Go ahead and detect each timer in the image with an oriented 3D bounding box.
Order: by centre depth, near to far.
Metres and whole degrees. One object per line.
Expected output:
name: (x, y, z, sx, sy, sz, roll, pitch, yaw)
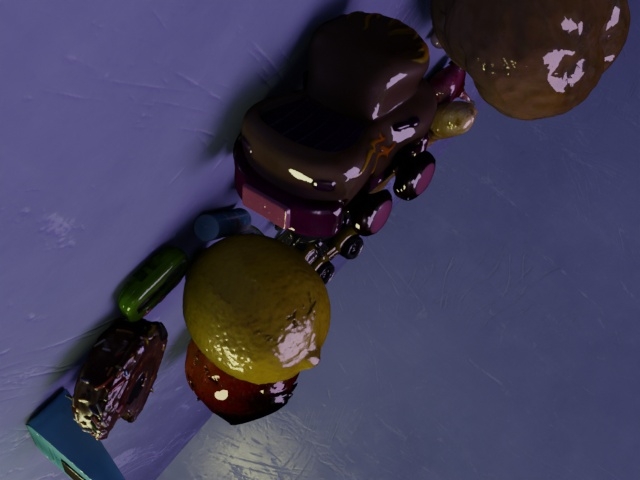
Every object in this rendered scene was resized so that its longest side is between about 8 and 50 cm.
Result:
timer: (-0.279, 0.072, 1.385, 0.140, 0.047, 0.128, -46, 173, -19)
timer: (-0.410, 0.408, 1.516, 0.091, 0.250, 0.232, -44, 171, -27)

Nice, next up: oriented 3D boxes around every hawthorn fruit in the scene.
hawthorn fruit: (-0.181, 0.301, 2.036, 0.316, 0.316, 0.316, -48, 172, -9)

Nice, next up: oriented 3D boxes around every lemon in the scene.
lemon: (-0.109, 0.115, 1.435, 0.267, 0.267, 0.267, -48, 172, -9)

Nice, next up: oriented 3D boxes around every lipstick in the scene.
lipstick: (-0.171, -0.030, 1.477, 0.048, 0.048, 0.158, -51, 171, 15)

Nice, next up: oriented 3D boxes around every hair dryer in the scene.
hair dryer: (-0.065, -0.011, 1.993, 0.248, 0.078, 0.195, -42, -170, 46)

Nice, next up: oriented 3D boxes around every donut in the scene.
donut: (-0.351, 0.229, 1.441, 0.230, 0.096, 0.216, -38, 149, -75)

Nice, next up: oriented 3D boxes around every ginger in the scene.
ginger: (0.231, -0.250, 2.227, 0.363, 0.122, 0.348, -40, -176, -3)

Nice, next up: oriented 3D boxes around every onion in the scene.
onion: (0.352, -0.396, 2.212, 0.150, 0.140, 0.150, -49, -177, 4)

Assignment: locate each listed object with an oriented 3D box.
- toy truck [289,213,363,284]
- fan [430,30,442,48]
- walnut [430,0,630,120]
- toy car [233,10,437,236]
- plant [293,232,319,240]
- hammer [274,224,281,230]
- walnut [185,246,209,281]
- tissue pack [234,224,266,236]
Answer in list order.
toy truck: (0.000, 0.000, 2.259, 0.224, 0.147, 0.165, -44, 147, -15)
fan: (0.328, -0.518, 1.809, 0.244, 0.074, 0.130, -47, -176, 25)
walnut: (0.397, -0.412, 1.595, 0.383, 0.383, 0.383, -48, 172, -9)
toy car: (0.029, -0.180, 1.229, 0.341, 0.271, 0.240, -42, 151, -37)
plant: (-0.038, -0.093, 1.521, 0.142, 0.164, 0.256, -51, 160, 13)
hammer: (-0.037, -0.111, 1.881, 0.103, 0.029, 0.246, -37, 167, -52)
walnut: (-0.212, 0.058, 1.567, 0.079, 0.082, 0.096, 4, 128, -39)
tissue pack: (-0.183, 0.066, 1.763, 0.173, 0.073, 0.235, -46, 171, -12)
